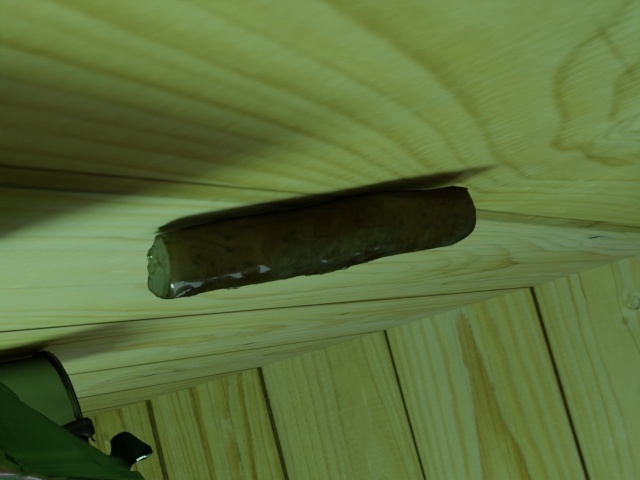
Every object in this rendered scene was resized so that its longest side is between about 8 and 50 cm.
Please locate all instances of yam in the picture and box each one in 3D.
[{"bbox_3d":[0.000,0.000,0.704,0.241,0.057,0.057,-12,170,-24],"label":"yam"}]

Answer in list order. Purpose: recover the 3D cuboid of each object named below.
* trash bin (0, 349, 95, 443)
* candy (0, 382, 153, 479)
[{"bbox_3d":[-0.389,0.242,1.042,0.262,0.217,0.277,-8,170,-31],"label":"trash bin"},{"bbox_3d":[-0.269,0.114,0.493,0.397,0.172,0.263,-3,176,28],"label":"candy"}]
